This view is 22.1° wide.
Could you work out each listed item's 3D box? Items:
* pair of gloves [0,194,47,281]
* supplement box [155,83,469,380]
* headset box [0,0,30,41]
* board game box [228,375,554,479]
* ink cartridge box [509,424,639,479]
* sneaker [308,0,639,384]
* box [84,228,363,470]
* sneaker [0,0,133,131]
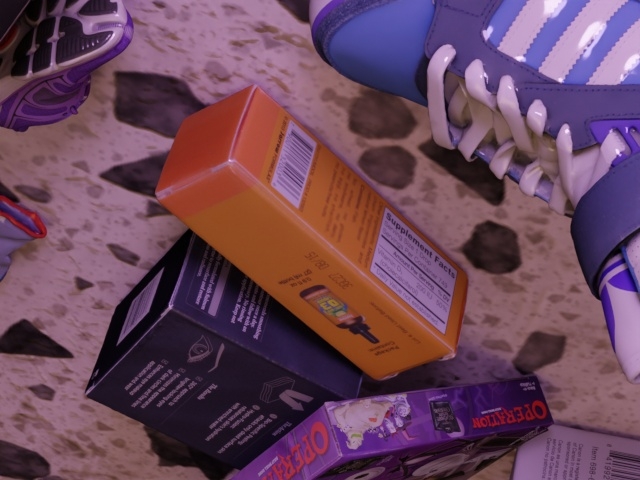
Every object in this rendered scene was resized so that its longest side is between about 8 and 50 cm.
[{"bbox_3d":[-0.312,-0.025,1.236,0.159,0.023,0.198,-27,127,38],"label":"pair of gloves"},{"bbox_3d":[0.000,0.000,1.121,0.078,0.080,0.233,-22,127,38],"label":"supplement box"},{"bbox_3d":[-0.280,-0.184,0.959,0.218,0.110,0.293,29,139,-17],"label":"headset box"},{"bbox_3d":[0.004,0.206,1.312,0.208,0.056,0.347,1,152,-34],"label":"board game box"},{"bbox_3d":[0.272,0.270,1.265,0.272,0.197,0.114,10,143,7],"label":"ink cartridge box"},{"bbox_3d":[0.137,-0.042,0.885,0.322,0.236,0.130,5,151,10],"label":"sneaker"},{"bbox_3d":[-0.068,0.084,1.231,0.158,0.093,0.156,29,140,-16],"label":"box"},{"bbox_3d":[-0.169,-0.115,1.061,0.071,0.068,0.170,23,152,-35],"label":"sneaker"}]
